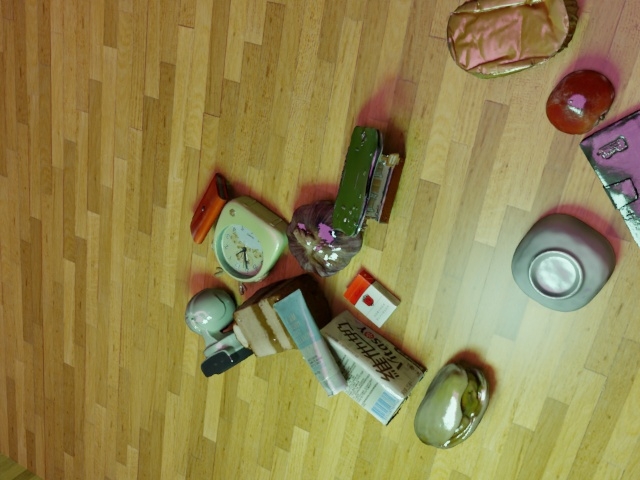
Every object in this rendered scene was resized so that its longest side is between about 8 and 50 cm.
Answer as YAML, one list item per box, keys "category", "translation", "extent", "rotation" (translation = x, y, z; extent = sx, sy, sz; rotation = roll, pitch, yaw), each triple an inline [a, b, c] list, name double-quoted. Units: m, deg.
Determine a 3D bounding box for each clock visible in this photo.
- category: "clock"
  translation: [-0.242, 0.028, 2.150]
  extent: [0.235, 0.096, 0.308]
  rotation: [36, 121, 13]

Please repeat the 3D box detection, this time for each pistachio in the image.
- category: "pistachio"
  translation: [0.379, 0.486, 1.936]
  extent: [0.166, 0.197, 0.288]
  rotation: [19, 110, -26]

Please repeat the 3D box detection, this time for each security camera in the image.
- category: "security camera"
  translation: [-0.346, 0.295, 2.249]
  extent: [0.197, 0.191, 0.277]
  rotation: [-35, 86, 39]

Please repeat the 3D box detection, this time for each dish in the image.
- category: "dish"
  translation: [0.605, 0.070, 1.680]
  extent: [0.256, 0.117, 0.257]
  rotation: [10, 111, 27]

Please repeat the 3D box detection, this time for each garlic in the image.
- category: "garlic"
  translation: [0.000, 0.000, 1.967]
  extent: [0.244, 0.160, 0.245]
  rotation: [10, 112, 25]

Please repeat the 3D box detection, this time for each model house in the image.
- category: "model house"
  translation: [0.155, -0.149, 1.803]
  extent: [0.153, 0.207, 0.294]
  rotation: [11, 97, -21]

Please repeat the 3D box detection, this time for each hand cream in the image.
- category: "hand cream"
  translation: [-0.025, 0.298, 1.913]
  extent: [0.111, 0.070, 0.312]
  rotation: [-35, 84, 31]

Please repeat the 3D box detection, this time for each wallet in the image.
- category: "wallet"
  translation: [0.762, -0.136, 1.563]
  extent: [0.169, 0.044, 0.317]
  rotation: [-29, 91, 35]
- category: "wallet"
  translation: [-0.367, -0.105, 2.165]
  extent: [0.204, 0.045, 0.142]
  rotation: [-55, 34, 31]

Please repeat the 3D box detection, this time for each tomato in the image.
- category: "tomato"
  translation: [0.605, -0.320, 1.560]
  extent: [0.139, 0.091, 0.159]
  rotation: [42, 124, 12]

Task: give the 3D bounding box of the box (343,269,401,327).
- category: "box"
  translation: [0.155, 0.177, 2.012]
  extent: [0.152, 0.048, 0.100]
  rotation: [42, 120, 13]

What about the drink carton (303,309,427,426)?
- category: "drink carton"
  translation: [0.138, 0.375, 2.000]
  extent: [0.324, 0.194, 0.132]
  rotation: [36, 119, 14]

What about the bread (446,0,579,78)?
- category: "bread"
  translation: [0.454, -0.488, 1.553]
  extent: [0.288, 0.156, 0.204]
  rotation: [-14, 92, 35]

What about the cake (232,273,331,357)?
- category: "cake"
  translation: [-0.138, 0.249, 2.117]
  extent: [0.292, 0.198, 0.196]
  rotation: [-23, 100, 37]
